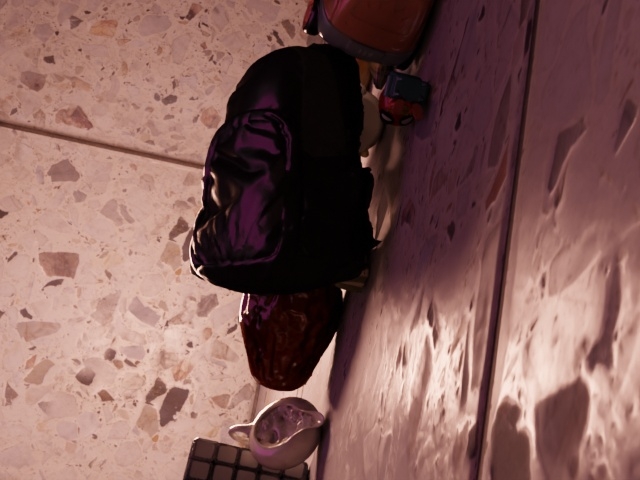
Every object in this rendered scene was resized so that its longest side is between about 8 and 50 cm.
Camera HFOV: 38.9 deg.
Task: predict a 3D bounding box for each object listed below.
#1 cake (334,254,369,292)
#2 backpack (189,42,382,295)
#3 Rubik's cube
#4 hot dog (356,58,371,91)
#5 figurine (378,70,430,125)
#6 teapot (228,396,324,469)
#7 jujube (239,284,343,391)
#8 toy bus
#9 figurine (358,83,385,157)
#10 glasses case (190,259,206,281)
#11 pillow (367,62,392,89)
[{"bbox_3d":[0.067,0.043,1.569,0.140,0.055,0.051,-50,-24,-64],"label":"cake"},{"bbox_3d":[-0.051,-0.125,1.527,0.363,0.254,0.446,-6,75,50],"label":"backpack"},{"bbox_3d":[-0.168,0.550,1.732,0.237,0.238,0.237,106,174,-46],"label":"Rubik's cube"},{"bbox_3d":[0.058,-0.310,2.040,0.109,0.072,0.270,-173,93,-67],"label":"hot dog"},{"bbox_3d":[0.120,-0.212,1.361,0.140,0.068,0.075,-156,75,-82],"label":"figurine"},{"bbox_3d":[-0.072,0.362,1.690,0.092,0.226,0.145,55,-145,-35],"label":"teapot"},{"bbox_3d":[-0.054,0.143,1.736,0.197,0.197,0.290,-110,32,-78],"label":"jujube"},{"bbox_3d":[0.099,-0.435,1.464,0.232,0.194,0.288,124,158,-54],"label":"toy bus"},{"bbox_3d":[0.055,-0.225,1.759,0.235,0.127,0.155,-106,9,-81],"label":"figurine"},{"bbox_3d":[-0.140,-0.015,1.761,0.308,0.083,0.128,-33,-52,-62],"label":"glasses case"},{"bbox_3d":[0.128,-0.425,1.765,0.208,0.052,0.212,-95,15,-61],"label":"pillow"}]
